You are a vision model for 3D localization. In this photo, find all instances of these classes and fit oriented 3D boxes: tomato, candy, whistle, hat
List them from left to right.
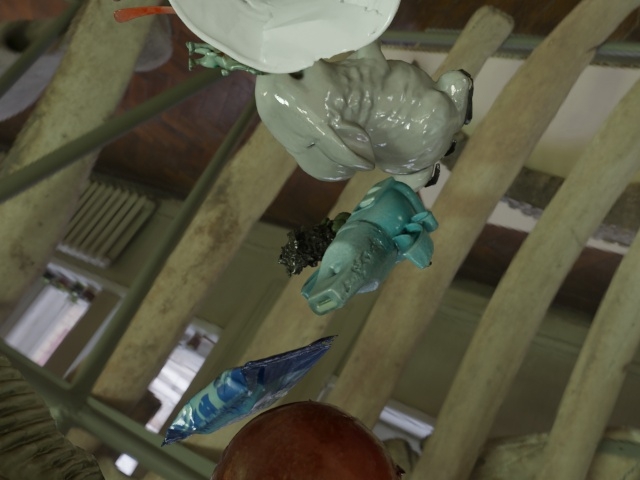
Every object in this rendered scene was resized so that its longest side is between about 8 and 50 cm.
[{"bbox_3d":[-0.123,0.251,1.108,0.331,0.187,0.077,-42,68,41],"label":"candy"},{"bbox_3d":[-0.026,-0.242,0.531,0.203,0.126,0.203,3,117,6],"label":"hat"},{"bbox_3d":[-0.020,0.343,0.835,0.265,0.265,0.265,27,157,12],"label":"tomato"},{"bbox_3d":[0.065,0.002,0.838,0.186,0.274,0.093,-24,107,40],"label":"whistle"}]

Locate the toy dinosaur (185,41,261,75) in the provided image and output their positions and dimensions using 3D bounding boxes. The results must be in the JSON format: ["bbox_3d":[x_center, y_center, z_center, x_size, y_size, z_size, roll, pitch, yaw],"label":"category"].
[{"bbox_3d":[-0.144,-0.277,1.002,0.106,0.044,0.187,-4,-159,-12],"label":"toy dinosaur"}]

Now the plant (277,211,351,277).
[{"bbox_3d":[0.000,0.000,1.156,0.087,0.174,0.085,28,136,44],"label":"plant"}]

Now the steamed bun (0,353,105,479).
[{"bbox_3d":[-0.326,0.259,0.558,0.324,0.219,0.310,57,176,-28],"label":"steamed bun"}]

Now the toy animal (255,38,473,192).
[{"bbox_3d":[0.064,-0.191,1.062,0.194,0.357,0.258,0,99,52],"label":"toy animal"}]

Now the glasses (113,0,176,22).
[{"bbox_3d":[-0.199,-0.404,1.107,0.268,0.118,0.234,5,-150,-22],"label":"glasses"}]
